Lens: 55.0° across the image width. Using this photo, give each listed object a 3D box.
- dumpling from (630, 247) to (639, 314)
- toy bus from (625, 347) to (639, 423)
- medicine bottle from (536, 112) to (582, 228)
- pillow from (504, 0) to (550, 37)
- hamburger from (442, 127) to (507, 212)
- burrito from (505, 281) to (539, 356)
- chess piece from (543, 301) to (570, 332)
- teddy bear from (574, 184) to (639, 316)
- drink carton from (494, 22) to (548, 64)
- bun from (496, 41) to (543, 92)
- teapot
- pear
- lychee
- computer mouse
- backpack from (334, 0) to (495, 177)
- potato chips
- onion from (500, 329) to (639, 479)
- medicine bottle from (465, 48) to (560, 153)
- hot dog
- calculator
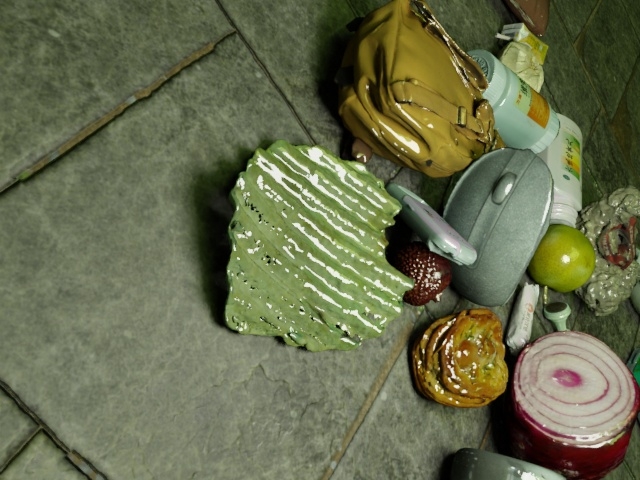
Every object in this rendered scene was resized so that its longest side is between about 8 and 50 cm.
[{"bbox_3d":[1.114,0.161,2.018,0.212,0.270,0.320,-35,130,-20],"label":"dumpling"},{"bbox_3d":[1.089,0.505,1.895,0.184,0.200,0.343,-34,105,-44],"label":"toy bus"},{"bbox_3d":[0.653,-0.178,1.708,0.179,0.124,0.324,30,62,-34],"label":"medicine bottle"},{"bbox_3d":[0.576,-0.796,1.798,0.308,0.108,0.305,33,58,-33],"label":"pillow"},{"bbox_3d":[0.408,-0.106,1.453,0.211,0.133,0.308,40,53,-26],"label":"hamburger"},{"bbox_3d":[0.496,0.194,1.510,0.064,0.064,0.203,46,51,-25],"label":"burrito"},{"bbox_3d":[0.639,0.222,1.637,0.067,0.067,0.103,-39,114,-42],"label":"chess piece"},{"bbox_3d":[0.843,0.058,1.773,0.368,0.225,0.357,27,76,-38],"label":"teddy bear"},{"bbox_3d":[0.564,-0.569,1.752,0.200,0.084,0.074,20,89,-40],"label":"drink carton"},{"bbox_3d":[0.542,-0.452,1.678,0.164,0.111,0.188,38,60,-28],"label":"bun"},{"bbox_3d":[0.334,0.575,1.205,0.224,0.305,0.285,18,70,0],"label":"teapot"},{"bbox_3d":[0.610,0.067,1.596,0.180,0.166,0.216,25,94,-47],"label":"pear"},{"bbox_3d":[0.200,0.064,1.224,0.123,0.123,0.128,5,60,-42],"label":"lychee"},{"bbox_3d":[0.348,-0.009,1.250,0.114,0.203,0.373,-24,134,-37],"label":"computer mouse"},{"bbox_3d":[0.195,-0.285,1.248,0.378,0.201,0.353,37,55,-28],"label":"backpack"},{"bbox_3d":[-0.007,0.000,1.052,0.390,0.097,0.372,12,72,-38],"label":"potato chips"},{"bbox_3d":[0.552,0.389,1.367,0.336,0.282,0.260,-64,152,-45],"label":"onion"},{"bbox_3d":[0.456,-0.334,1.534,0.318,0.158,0.158,22,65,-38],"label":"medicine bottle"},{"bbox_3d":[0.311,0.241,1.281,0.272,0.122,0.195,0,81,-42],"label":"hot dog"},{"bbox_3d":[0.211,-0.034,1.218,0.141,0.045,0.246,24,20,-43],"label":"calculator"}]
